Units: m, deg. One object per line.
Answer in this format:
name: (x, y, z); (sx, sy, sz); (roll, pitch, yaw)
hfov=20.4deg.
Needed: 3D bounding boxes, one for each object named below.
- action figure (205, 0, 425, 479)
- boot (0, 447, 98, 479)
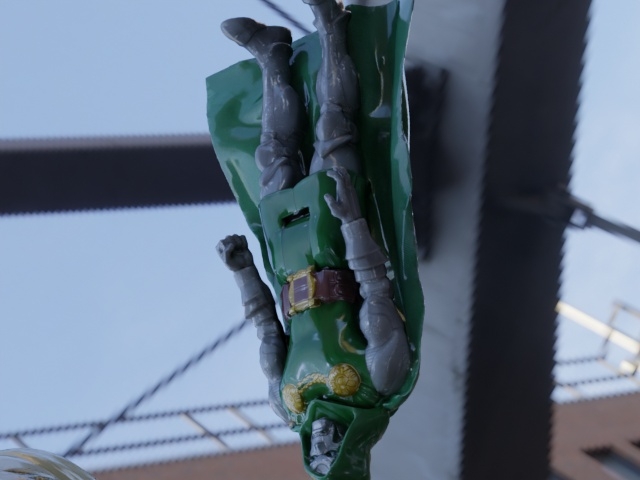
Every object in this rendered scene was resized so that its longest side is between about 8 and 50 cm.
action figure: (0.000, 0.000, 0.784); (0.063, 0.137, 0.232); (16, -122, -43)
boot: (-0.064, 0.159, 0.588); (0.095, 0.262, 0.203); (-54, -16, 3)
